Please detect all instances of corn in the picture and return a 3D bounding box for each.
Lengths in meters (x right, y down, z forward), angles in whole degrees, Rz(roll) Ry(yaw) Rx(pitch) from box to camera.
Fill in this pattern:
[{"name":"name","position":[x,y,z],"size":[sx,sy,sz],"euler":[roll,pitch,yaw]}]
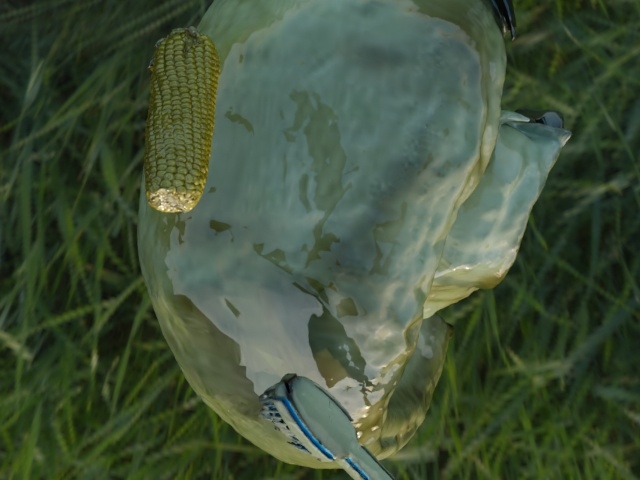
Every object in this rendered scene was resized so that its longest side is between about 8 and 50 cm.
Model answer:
[{"name":"corn","position":[-0.054,-0.049,0.610],"size":[0.028,0.083,0.027],"euler":[-16,144,30]}]

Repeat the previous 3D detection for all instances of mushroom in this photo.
[{"name":"mushroom","position":[-0.006,-0.006,0.772],"size":[0.189,0.164,0.267],"euler":[29,136,6]}]

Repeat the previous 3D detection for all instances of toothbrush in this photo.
[{"name":"toothbrush","position":[0.062,0.156,0.752],"size":[0.028,0.026,0.294],"euler":[-7,134,45]}]
